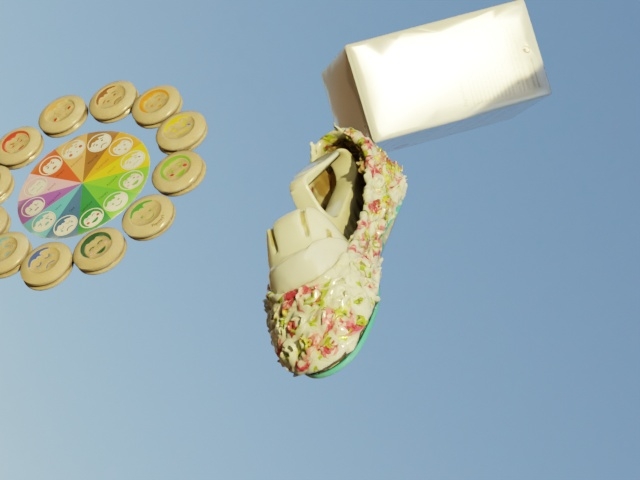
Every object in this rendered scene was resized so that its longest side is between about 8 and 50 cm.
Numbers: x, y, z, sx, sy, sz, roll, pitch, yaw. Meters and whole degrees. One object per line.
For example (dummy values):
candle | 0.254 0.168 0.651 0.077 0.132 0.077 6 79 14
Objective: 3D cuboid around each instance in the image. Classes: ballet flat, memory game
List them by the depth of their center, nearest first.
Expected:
ballet flat | 0.000 0.000 1.231 0.077 0.091 0.241 55 23 -20
memory game | -0.161 -0.042 1.268 0.186 0.186 0.012 46 -12 46

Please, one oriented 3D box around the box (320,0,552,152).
box | 0.101 -0.142 1.690 0.130 0.170 0.091 151 -77 -78
